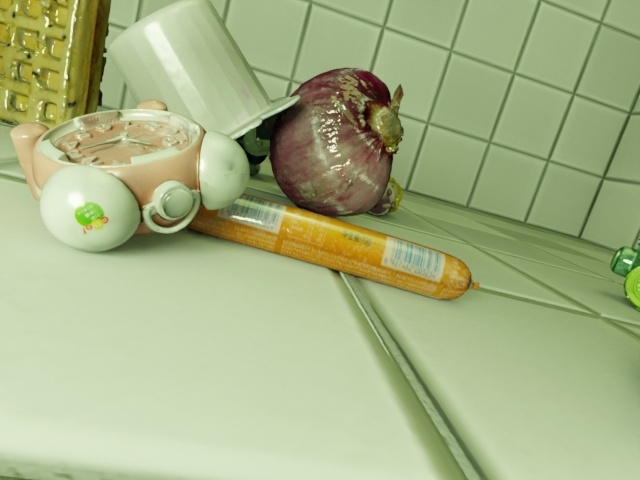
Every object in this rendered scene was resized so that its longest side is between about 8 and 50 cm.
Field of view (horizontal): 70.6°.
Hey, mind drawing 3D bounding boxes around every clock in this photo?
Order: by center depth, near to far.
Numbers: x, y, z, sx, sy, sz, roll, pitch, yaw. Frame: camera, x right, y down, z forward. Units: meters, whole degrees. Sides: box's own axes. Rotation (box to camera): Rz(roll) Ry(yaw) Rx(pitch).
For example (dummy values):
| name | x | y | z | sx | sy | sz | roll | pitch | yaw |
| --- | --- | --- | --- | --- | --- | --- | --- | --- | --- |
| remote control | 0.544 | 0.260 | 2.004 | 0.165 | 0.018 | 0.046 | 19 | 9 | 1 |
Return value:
| name | x | y | z | sx | sy | sz | roll | pitch | yaw |
| --- | --- | --- | --- | --- | --- | --- | --- | --- | --- |
| clock | -0.160 | -0.053 | 0.392 | 0.166 | 0.092 | 0.162 | -25 | 40 | -36 |
| clock | -0.181 | -0.266 | 1.163 | 0.147 | 0.199 | 0.243 | -7 | 3 | -29 |

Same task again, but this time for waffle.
| name | x | y | z | sx | sy | sz | roll | pitch | yaw |
| --- | --- | --- | --- | --- | --- | --- | --- | --- | --- |
| waffle | -0.543 | -0.402 | 0.845 | 0.261 | 0.375 | 0.114 | 15 | 12 | 1 |

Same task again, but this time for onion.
| name | x | y | z | sx | sy | sz | roll | pitch | yaw |
| --- | --- | --- | --- | --- | --- | --- | --- | --- | --- |
| onion | -0.028 | -0.175 | 0.842 | 0.159 | 0.267 | 0.349 | 8 | -10 | -43 |

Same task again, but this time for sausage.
| name | x | y | z | sx | sy | sz | roll | pitch | yaw |
| --- | --- | --- | --- | --- | --- | --- | --- | --- | --- |
| sausage | 0.000 | 0.000 | 0.477 | 0.348 | 0.053 | 0.053 | 16 | 12 | -1 |

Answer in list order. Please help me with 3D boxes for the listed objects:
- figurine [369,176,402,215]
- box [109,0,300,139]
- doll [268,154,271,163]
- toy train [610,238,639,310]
| name | x | y | z | sx | sy | sz | roll | pitch | yaw |
| --- | --- | --- | --- | --- | --- | --- | --- | --- | --- |
| figurine | 0.137 | -0.109 | 1.104 | 0.115 | 0.094 | 0.156 | -1 | 24 | 22 |
| box | -0.197 | -0.262 | 0.729 | 0.291 | 0.206 | 0.262 | -9 | 31 | 41 |
| doll | 0.017 | -0.180 | 1.229 | 0.303 | 0.156 | 0.201 | 31 | -36 | -20 |
| toy train | 0.664 | 0.056 | 0.776 | 0.272 | 0.188 | 0.159 | 26 | 17 | 34 |
